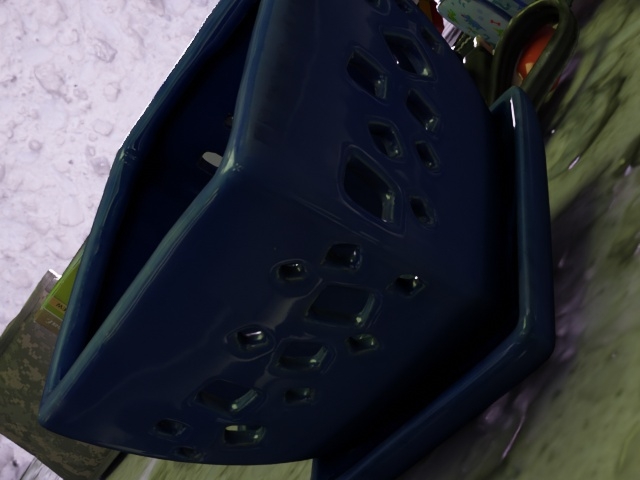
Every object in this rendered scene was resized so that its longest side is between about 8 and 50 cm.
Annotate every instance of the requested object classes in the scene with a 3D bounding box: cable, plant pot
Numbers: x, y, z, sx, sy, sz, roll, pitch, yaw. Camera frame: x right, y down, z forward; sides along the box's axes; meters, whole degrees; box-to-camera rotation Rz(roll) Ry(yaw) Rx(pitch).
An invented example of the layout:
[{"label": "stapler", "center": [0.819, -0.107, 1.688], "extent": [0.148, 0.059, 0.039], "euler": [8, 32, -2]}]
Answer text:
[{"label": "cable", "center": [0.140, -0.069, 0.885], "extent": [0.139, 0.072, 0.287], "euler": [-35, 32, 37]}, {"label": "plant pot", "center": [0.000, 0.000, 0.697], "extent": [0.236, 0.212, 0.236], "euler": [-47, 23, 38]}]

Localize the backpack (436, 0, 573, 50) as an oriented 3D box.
[{"label": "backpack", "center": [0.156, -0.207, 1.011], "extent": [0.084, 0.105, 0.114], "euler": [-58, 2, -13]}]

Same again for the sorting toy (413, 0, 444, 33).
[{"label": "sorting toy", "center": [0.112, -0.380, 1.511], "extent": [0.257, 0.089, 0.255], "euler": [116, 150, -64]}]

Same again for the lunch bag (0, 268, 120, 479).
[{"label": "lunch bag", "center": [-0.337, 0.180, 1.717], "extent": [0.287, 0.235, 0.169], "euler": [-47, 9, 40]}]

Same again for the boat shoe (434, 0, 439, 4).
[{"label": "boat shoe", "center": [0.197, -0.372, 1.271], "extent": [0.102, 0.108, 0.301], "euler": [52, 127, 35]}]

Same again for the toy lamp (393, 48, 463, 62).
[{"label": "toy lamp", "center": [0.033, -0.015, 0.915], "extent": [0.080, 0.080, 0.274], "euler": [-170, 99, -79]}]

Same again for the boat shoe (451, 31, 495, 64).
[{"label": "boat shoe", "center": [0.205, -0.310, 1.140], "extent": [0.340, 0.113, 0.127], "euler": [-54, 9, 3]}]

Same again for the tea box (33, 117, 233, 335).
[{"label": "tea box", "center": [-0.140, -0.023, 1.512], "extent": [0.323, 0.220, 0.329], "euler": [-46, 13, 45]}]
